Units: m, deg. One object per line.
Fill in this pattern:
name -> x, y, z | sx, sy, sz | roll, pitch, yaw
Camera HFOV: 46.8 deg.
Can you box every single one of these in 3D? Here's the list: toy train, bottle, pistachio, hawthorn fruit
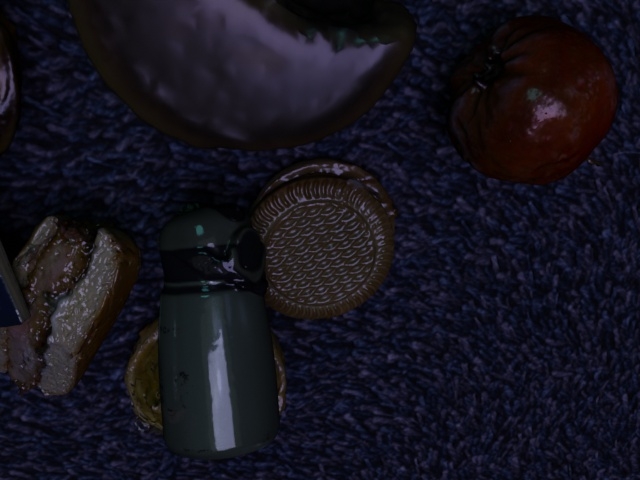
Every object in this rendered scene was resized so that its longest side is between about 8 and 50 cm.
toy train -> -0.192, -0.016, 1.123 | 0.053, 0.033, 0.083 | 7, 112, -20
bottle -> -0.149, 0.121, 1.045 | 0.169, 0.168, 0.346 | -4, 95, -10
pistachio -> -0.439, -0.199, 0.940 | 0.165, 0.131, 0.210 | 4, 98, 31
hawthorn fruit -> 0.318, -0.178, 1.057 | 0.272, 0.242, 0.241 | 28, 106, -33

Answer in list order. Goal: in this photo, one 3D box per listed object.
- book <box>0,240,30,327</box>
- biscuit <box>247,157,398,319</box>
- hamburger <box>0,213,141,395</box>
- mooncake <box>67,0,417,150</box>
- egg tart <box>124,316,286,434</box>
book -> -0.621, 0.005, 0.963 | 0.428, 0.039, 0.299 | -7, 115, 13
biscuit -> 0.000, 0.000, 1.145 | 0.259, 0.079, 0.259 | -4, 114, -9
hamburger -> -0.366, 0.085, 1.064 | 0.155, 0.245, 0.282 | 32, 149, 3
mooncake -> -0.097, -0.319, 0.890 | 0.394, 0.246, 0.393 | -9, 115, -2
egg tart -> -0.187, 0.239, 1.197 | 0.291, 0.107, 0.290 | -4, 113, -10
